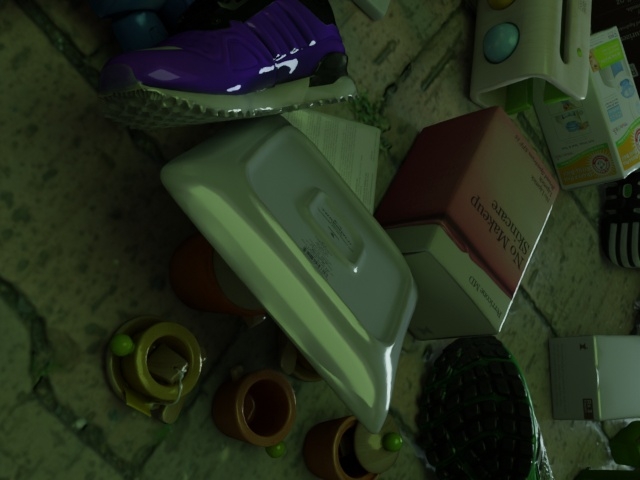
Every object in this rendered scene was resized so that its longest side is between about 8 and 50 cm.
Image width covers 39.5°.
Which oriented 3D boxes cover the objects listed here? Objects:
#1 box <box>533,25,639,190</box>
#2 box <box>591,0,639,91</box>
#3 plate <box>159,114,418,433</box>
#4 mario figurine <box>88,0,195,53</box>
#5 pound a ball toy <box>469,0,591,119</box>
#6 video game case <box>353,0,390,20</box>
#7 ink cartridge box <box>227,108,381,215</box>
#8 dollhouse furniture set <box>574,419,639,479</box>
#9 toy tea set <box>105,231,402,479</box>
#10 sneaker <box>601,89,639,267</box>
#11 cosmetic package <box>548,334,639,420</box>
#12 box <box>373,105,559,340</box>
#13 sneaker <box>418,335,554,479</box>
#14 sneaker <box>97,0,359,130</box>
[{"bbox_3d":[0.389,-0.189,1.292,0.114,0.103,0.203,-26,99,-41],"label":"box"},{"bbox_3d":[0.562,-0.343,1.429,0.167,0.168,0.203,-40,107,-39],"label":"box"},{"bbox_3d":[0.000,0.000,0.815,0.277,0.045,0.278,51,22,-8],"label":"plate"},{"bbox_3d":[-0.169,-0.256,0.765,0.320,0.170,0.198,51,18,-31],"label":"mario figurine"},{"bbox_3d":[0.304,-0.345,1.178,0.135,0.208,0.319,20,70,-37],"label":"pound a ball toy"},{"bbox_3d":[0.031,-0.396,1.071,0.201,0.023,0.184,36,60,-31],"label":"video game case"},{"bbox_3d":[-0.026,-0.070,0.961,0.179,0.045,0.146,12,74,-20],"label":"ink cartridge box"},{"bbox_3d":[0.503,0.425,1.241,0.197,0.151,0.302,-23,98,-41],"label":"dollhouse furniture set"},{"bbox_3d":[-0.028,0.114,0.854,0.336,0.124,0.200,35,61,-31],"label":"toy tea set"},{"bbox_3d":[0.517,-0.085,1.398,0.162,0.106,0.282,17,81,-43],"label":"sneaker"},{"bbox_3d":[0.427,0.192,1.261,0.231,0.085,0.118,6,78,-35],"label":"cosmetic package"},{"bbox_3d":[0.162,-0.019,1.044,0.149,0.126,0.232,47,55,-25],"label":"box"},{"bbox_3d":[0.211,0.278,1.054,0.146,0.134,0.344,5,74,-66],"label":"sneaker"},{"bbox_3d":[-0.081,-0.176,0.760,0.293,0.102,0.146,-18,103,-55],"label":"sneaker"}]
